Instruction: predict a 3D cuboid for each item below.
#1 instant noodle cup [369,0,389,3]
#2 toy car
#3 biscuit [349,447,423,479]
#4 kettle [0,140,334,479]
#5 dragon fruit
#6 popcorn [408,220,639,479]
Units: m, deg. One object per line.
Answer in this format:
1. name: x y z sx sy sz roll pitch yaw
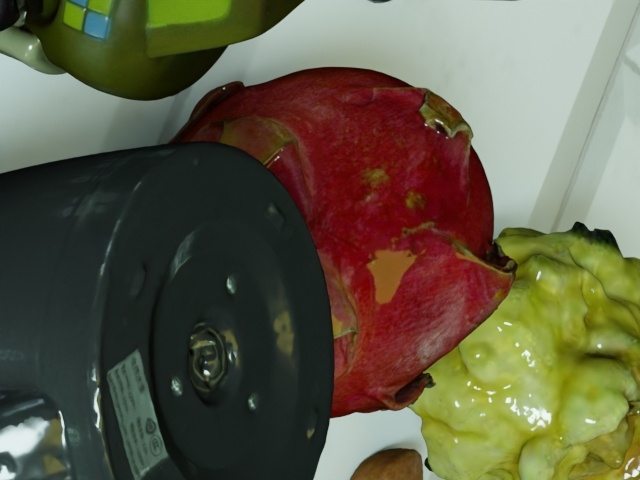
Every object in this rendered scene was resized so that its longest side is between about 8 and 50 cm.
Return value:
1. instant noodle cup: 0.096 -0.228 0.968 0.127 0.136 0.127 -20 118 -42
2. toy car: -0.074 -0.184 0.710 0.204 0.198 0.248 -49 158 -47
3. biscuit: 0.044 0.338 1.178 0.284 0.043 0.306 -58 136 -15
4. kettle: -0.178 0.069 0.655 0.268 0.290 0.207 -31 115 -60
5. dragon fruit: 0.003 -0.001 0.877 0.315 0.250 0.250 -5 107 -38
6. popcorn: 0.194 0.114 1.142 0.286 0.252 0.215 -5 148 -42
